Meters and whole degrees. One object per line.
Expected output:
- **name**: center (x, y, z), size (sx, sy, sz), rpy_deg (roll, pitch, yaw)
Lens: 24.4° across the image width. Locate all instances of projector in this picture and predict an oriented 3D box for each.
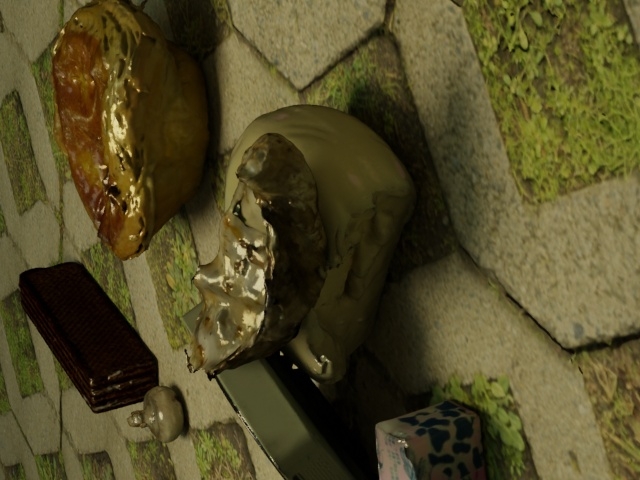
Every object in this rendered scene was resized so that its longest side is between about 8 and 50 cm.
- **projector**: center (-0.018, 0.199, 1.541), size (0.259, 0.079, 0.257), rpy_deg (50, 176, 46)

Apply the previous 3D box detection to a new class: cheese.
- **cheese**: center (0.000, 0.000, 1.475), size (0.233, 0.127, 0.266), rpy_deg (52, 147, 38)

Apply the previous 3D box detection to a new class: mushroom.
- **mushroom**: center (-0.238, 0.252, 2.131), size (0.085, 0.079, 0.085), rpy_deg (27, 121, 61)

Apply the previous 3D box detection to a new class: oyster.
- **oyster**: center (-0.066, 0.031, 1.394), size (0.294, 0.094, 0.166), rpy_deg (-48, 55, 57)

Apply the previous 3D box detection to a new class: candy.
- **candy**: center (0.107, 0.238, 1.386), size (0.073, 0.092, 0.160), rpy_deg (13, 112, 61)

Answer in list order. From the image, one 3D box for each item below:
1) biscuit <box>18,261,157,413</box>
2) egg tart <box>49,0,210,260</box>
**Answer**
- **biscuit**: center (-0.373, 0.144, 2.340), size (0.388, 0.107, 0.073), rpy_deg (42, 139, 52)
- **egg tart**: center (-0.244, -0.148, 1.899), size (0.339, 0.153, 0.352), rpy_deg (28, 124, 60)
